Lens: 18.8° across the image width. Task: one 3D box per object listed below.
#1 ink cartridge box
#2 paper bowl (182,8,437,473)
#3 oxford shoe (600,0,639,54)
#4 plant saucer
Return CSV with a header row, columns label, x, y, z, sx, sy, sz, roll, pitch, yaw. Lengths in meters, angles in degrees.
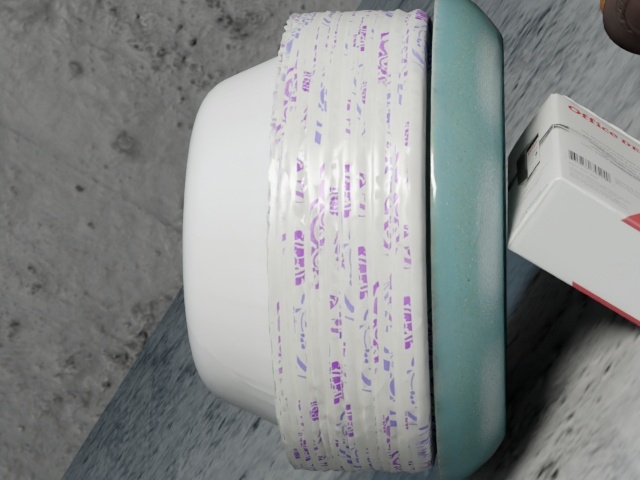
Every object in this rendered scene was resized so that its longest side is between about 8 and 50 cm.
label,x,y,z,sx,sy,sz,roll,pitch,yaw
ink cartridge box,0.166,-0.020,1.159,0.056,0.099,0.135,-56,9,24
paper bowl,0.000,0.000,1.194,0.284,0.148,0.284,1,-90,-84
oxford shoe,0.235,-0.142,1.207,0.098,0.097,0.271,-67,11,-10
plant saucer,0.096,-0.002,1.220,0.317,0.044,0.317,0,-90,-85
